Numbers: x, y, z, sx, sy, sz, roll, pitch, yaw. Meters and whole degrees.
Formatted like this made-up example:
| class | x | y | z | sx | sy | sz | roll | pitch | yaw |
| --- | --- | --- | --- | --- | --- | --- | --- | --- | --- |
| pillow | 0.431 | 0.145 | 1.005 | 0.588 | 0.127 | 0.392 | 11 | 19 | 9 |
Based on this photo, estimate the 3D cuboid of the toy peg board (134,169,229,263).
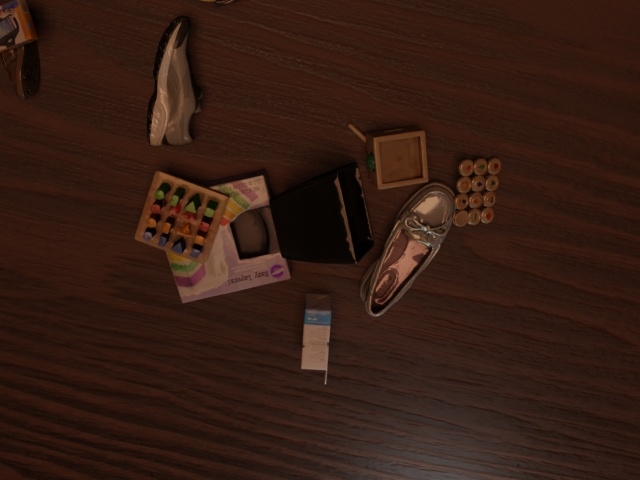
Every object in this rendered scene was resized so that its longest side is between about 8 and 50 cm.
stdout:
| class | x | y | z | sx | sy | sz | roll | pitch | yaw |
| --- | --- | --- | --- | --- | --- | --- | --- | --- | --- |
| toy peg board | -0.294 | -0.039 | 1.695 | 0.161 | 0.079 | 0.160 | 20 | 106 | -5 |

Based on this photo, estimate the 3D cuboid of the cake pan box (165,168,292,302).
| class | x | y | z | sx | sy | sz | roll | pitch | yaw |
| --- | --- | --- | --- | --- | --- | --- | --- | --- | --- |
| cake pan box | -0.207 | -0.009 | 1.779 | 0.267 | 0.070 | 0.245 | -12 | 109 | 4 |

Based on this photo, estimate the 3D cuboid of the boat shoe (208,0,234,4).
| class | x | y | z | sx | sy | sz | roll | pitch | yaw |
| --- | --- | --- | --- | --- | --- | --- | --- | --- | --- |
| boat shoe | -0.310 | -0.552 | 1.588 | 0.324 | 0.096 | 0.116 | 25 | 107 | -1 |

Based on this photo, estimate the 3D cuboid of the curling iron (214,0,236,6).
| class | x | y | z | sx | sy | sz | roll | pitch | yaw |
| --- | --- | --- | --- | --- | --- | --- | --- | --- | --- |
| curling iron | -0.091 | -0.534 | 1.637 | 0.274 | 0.035 | 0.068 | -25 | 84 | 12 |

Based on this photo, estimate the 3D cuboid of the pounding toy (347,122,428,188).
| class | x | y | z | sx | sy | sz | roll | pitch | yaw |
| --- | --- | --- | --- | --- | --- | --- | --- | --- | --- |
| pounding toy | 0.141 | -0.186 | 1.720 | 0.141 | 0.100 | 0.130 | -9 | 108 | -8 |

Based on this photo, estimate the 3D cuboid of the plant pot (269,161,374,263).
| class | x | y | z | sx | sy | sz | roll | pitch | yaw |
| --- | --- | --- | --- | --- | --- | --- | --- | --- | --- |
| plant pot | -0.001 | -0.047 | 1.705 | 0.167 | 0.188 | 0.187 | -11 | 99 | 16 |

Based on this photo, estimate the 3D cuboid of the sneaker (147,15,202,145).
| class | x | y | z | sx | sy | sz | roll | pitch | yaw |
| --- | --- | --- | --- | --- | --- | --- | --- | --- | --- |
| sneaker | -0.291 | -0.324 | 1.676 | 0.108 | 0.100 | 0.271 | 5 | 111 | -16 |

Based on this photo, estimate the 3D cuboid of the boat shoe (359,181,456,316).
| class | x | y | z | sx | sy | sz | roll | pitch | yaw |
| --- | --- | --- | --- | --- | --- | --- | --- | --- | --- |
| boat shoe | 0.191 | 0.022 | 1.768 | 0.118 | 0.103 | 0.320 | 32 | 104 | -10 |

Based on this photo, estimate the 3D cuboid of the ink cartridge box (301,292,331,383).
| class | x | y | z | sx | sy | sz | roll | pitch | yaw |
| --- | --- | --- | --- | --- | --- | --- | --- | --- | --- |
| ink cartridge box | -0.011 | 0.220 | 1.828 | 0.060 | 0.104 | 0.180 | 4 | 107 | -1 |

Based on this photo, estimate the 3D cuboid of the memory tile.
| class | x | y | z | sx | sy | sz | roll | pitch | yaw |
| --- | --- | --- | --- | --- | --- | --- | --- | --- | --- |
| memory tile | 0.336 | -0.104 | 1.750 | 0.113 | 0.012 | 0.148 | -5 | 109 | -27 |

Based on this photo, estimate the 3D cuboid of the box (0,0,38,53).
| class | x | y | z | sx | sy | sz | roll | pitch | yaw |
| --- | --- | --- | --- | --- | --- | --- | --- | --- | --- |
| box | -0.632 | -0.418 | 1.619 | 0.136 | 0.028 | 0.081 | -15 | 97 | 18 |

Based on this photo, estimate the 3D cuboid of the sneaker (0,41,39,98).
| class | x | y | z | sx | sy | sz | roll | pitch | yaw |
| --- | --- | --- | --- | --- | --- | --- | --- | --- | --- |
| sneaker | -0.627 | -0.386 | 1.675 | 0.071 | 0.066 | 0.188 | 5 | 102 | 16 |
